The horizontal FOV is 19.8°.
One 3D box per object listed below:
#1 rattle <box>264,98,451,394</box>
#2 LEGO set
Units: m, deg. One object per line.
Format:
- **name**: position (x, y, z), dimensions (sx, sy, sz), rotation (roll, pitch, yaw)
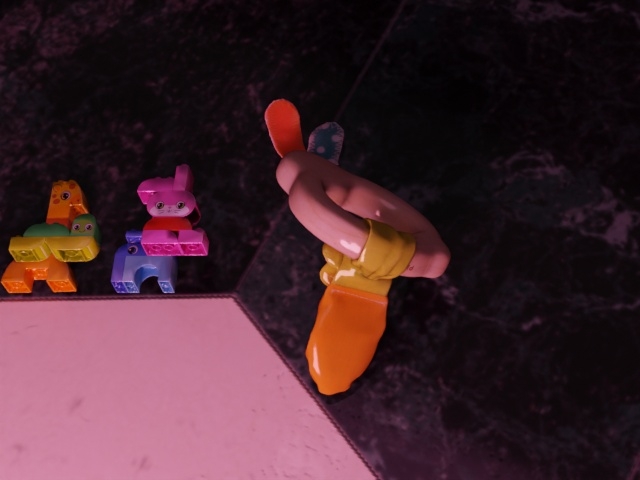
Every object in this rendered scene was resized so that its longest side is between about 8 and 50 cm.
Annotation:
- **rattle**: position (0.000, 0.000, 1.430), dimensions (0.130, 0.143, 0.199), rotation (-14, 40, -39)
- **LEGO set**: position (-0.187, -0.016, 1.423), dimensions (0.227, 0.087, 0.093), rotation (-1, 60, 11)
